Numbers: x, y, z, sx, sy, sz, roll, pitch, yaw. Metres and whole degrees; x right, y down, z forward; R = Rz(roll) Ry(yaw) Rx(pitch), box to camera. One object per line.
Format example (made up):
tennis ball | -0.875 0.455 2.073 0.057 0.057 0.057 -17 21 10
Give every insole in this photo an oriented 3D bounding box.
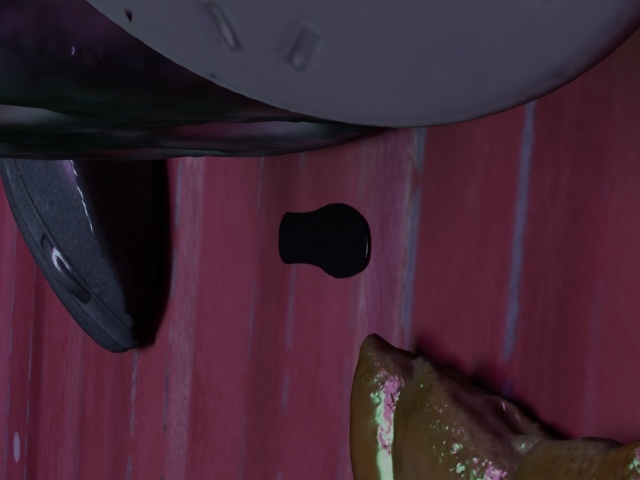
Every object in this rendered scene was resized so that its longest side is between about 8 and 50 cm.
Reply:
insole | 0.000 0.000 0.882 0.135 0.002 0.045 -179 92 -66

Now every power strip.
power strip | -0.003 -0.209 0.473 0.357 0.161 0.357 26 143 21

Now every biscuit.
biscuit | 0.082 0.137 0.641 0.299 0.045 0.154 -167 78 -66

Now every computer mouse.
computer mouse | -0.217 -0.084 1.245 0.203 0.114 0.374 131 134 -55

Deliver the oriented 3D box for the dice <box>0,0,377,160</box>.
dice | -0.138 -0.216 0.784 0.328 0.348 0.331 175 95 -65
